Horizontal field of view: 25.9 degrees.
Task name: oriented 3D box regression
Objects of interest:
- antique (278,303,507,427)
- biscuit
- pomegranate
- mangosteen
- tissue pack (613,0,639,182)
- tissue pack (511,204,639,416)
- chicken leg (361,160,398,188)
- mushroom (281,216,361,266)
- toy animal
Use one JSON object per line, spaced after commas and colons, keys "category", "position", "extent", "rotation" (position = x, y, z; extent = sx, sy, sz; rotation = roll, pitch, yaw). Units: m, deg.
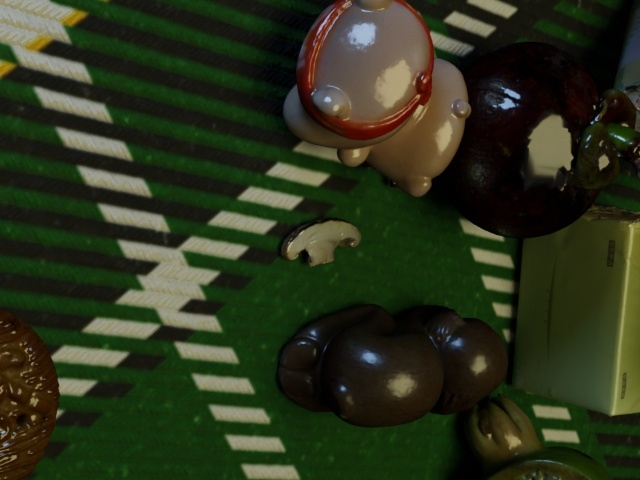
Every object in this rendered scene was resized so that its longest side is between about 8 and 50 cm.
{"category": "antique", "position": [0.096, 0.133, 1.476], "extent": [0.256, 0.143, 0.121], "rotation": [1, 97, -45]}
{"category": "biscuit", "position": [-0.305, 0.146, 1.187], "extent": [0.187, 0.027, 0.188], "rotation": [-11, 107, -40]}
{"category": "pomegranate", "position": [0.245, 0.314, 1.654], "extent": [0.190, 0.241, 0.159], "rotation": [-57, 170, 11]}
{"category": "mangosteen", "position": [0.229, -0.101, 1.500], "extent": [0.216, 0.216, 0.216], "rotation": [-11, 106, -41]}
{"category": "tissue pack", "position": [0.431, -0.167, 1.691], "extent": [0.215, 0.123, 0.257], "rotation": [63, 29, -30]}
{"category": "tissue pack", "position": [0.324, 0.075, 1.657], "extent": [0.125, 0.159, 0.234], "rotation": [-4, 102, -43]}
{"category": "chicken leg", "position": [0.062, -0.088, 1.477], "extent": [0.083, 0.021, 0.036], "rotation": [35, 67, -38]}
{"category": "mushroom", "position": [0.000, 0.000, 1.440], "extent": [0.101, 0.019, 0.049], "rotation": [-10, 105, -39]}
{"category": "toy animal", "position": [0.054, -0.150, 1.372], "extent": [0.197, 0.171, 0.171], "rotation": [38, 73, -47]}
